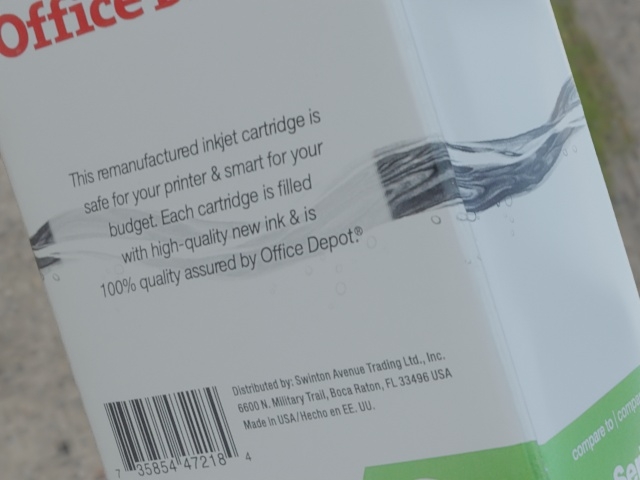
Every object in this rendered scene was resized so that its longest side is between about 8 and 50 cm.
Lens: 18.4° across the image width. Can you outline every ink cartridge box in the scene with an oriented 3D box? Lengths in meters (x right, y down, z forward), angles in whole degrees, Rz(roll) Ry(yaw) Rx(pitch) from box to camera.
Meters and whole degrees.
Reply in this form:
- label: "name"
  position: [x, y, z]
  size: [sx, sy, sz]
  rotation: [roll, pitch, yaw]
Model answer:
- label: "ink cartridge box"
  position: [0.000, 0.000, 0.747]
  size: [0.115, 0.198, 0.273]
  rotation: [-26, 102, -53]
